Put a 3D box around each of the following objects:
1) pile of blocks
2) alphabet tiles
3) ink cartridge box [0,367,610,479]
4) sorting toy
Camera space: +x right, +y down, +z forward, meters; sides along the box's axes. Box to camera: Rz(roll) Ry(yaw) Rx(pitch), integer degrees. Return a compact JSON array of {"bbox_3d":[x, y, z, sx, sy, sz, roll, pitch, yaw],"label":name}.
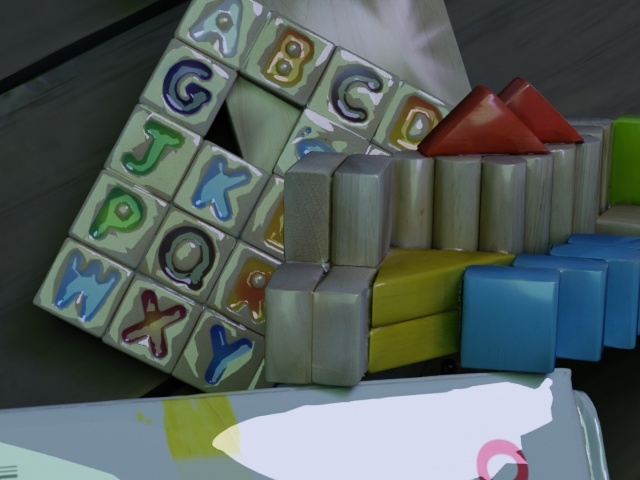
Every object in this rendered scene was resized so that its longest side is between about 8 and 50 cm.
[{"bbox_3d":[0.127,-0.020,0.796,0.362,0.149,0.112,-13,111,-40],"label":"pile of blocks"},{"bbox_3d":[0.000,0.000,0.891,0.237,0.009,0.198,27,79,-5],"label":"alphabet tiles"},{"bbox_3d":[-0.067,0.218,0.722,0.385,0.160,0.279,-3,72,-13],"label":"ink cartridge box"},{"bbox_3d":[0.010,-0.081,0.931,0.132,0.046,0.274,-17,86,-11],"label":"sorting toy"}]
